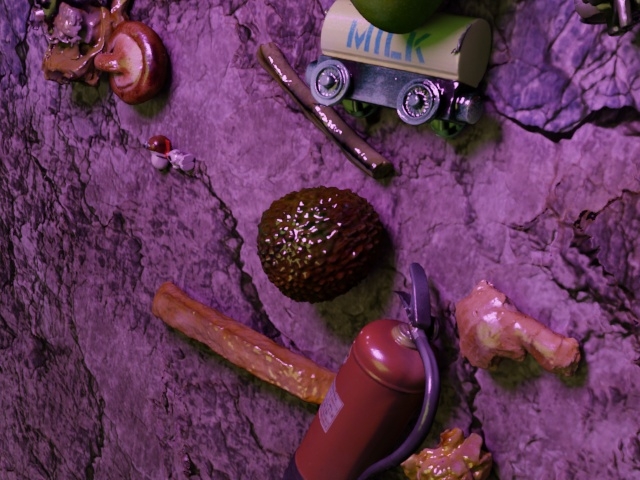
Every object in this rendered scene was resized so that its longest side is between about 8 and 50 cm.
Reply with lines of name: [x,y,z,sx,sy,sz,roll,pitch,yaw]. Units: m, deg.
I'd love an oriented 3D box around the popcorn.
popcorn: [0.161,0.288,1.316,0.109,0.097,0.089,-27,84,27]

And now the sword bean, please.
sword bean: [-0.001,-0.174,1.399,0.269,0.038,0.043,48,131,24]

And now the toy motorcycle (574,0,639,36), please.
toy motorcycle: [0.354,-0.311,0.988,0.275,0.127,0.205,-12,84,37]

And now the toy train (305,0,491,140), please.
toy train: [0.096,-0.219,1.274,0.253,0.105,0.157,19,97,37]

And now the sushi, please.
sushi: [-0.362,-0.376,1.611,0.139,0.131,0.291,25,106,36]

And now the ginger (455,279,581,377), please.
ginger: [0.223,0.122,1.244,0.165,0.067,0.096,35,98,31]

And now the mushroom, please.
mushroom: [-0.282,-0.268,1.588,0.127,0.087,0.127,14,110,42]

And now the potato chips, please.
potato chips: [-0.123,0.148,1.547,0.407,0.080,0.057,24,104,34]

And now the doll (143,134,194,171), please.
doll: [-0.233,-0.133,1.607,0.085,0.040,0.058,3,113,45]

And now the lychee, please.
lychee: [0.000,0.000,1.364,0.171,0.171,0.171,10,105,39]

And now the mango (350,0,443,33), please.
mango: [0.113,-0.411,1.128,0.201,0.225,0.382,19,115,19]

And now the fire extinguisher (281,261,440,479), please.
fire extinguisher: [0.080,0.230,1.349,0.200,0.113,0.376,51,128,39]
